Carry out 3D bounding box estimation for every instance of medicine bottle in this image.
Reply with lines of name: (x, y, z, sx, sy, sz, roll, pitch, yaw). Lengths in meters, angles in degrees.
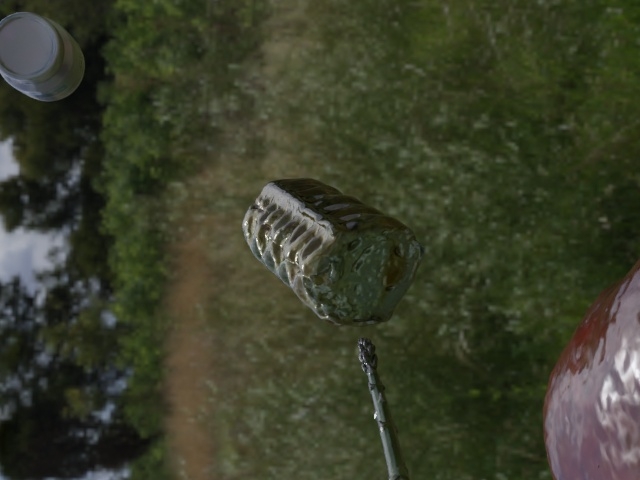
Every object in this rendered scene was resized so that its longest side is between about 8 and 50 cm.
medicine bottle: (-0.190, -0.123, 0.746, 0.089, 0.052, 0.052, -172, 85, -86)

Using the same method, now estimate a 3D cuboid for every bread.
bread: (-0.001, 0.001, 0.962, 0.098, 0.087, 0.269, -56, 21, 0)

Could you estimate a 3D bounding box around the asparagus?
asparagus: (0.065, 0.178, 1.171, 0.025, 0.024, 0.248, -60, 20, 23)

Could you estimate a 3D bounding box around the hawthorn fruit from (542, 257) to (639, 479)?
hawthorn fruit: (0.279, 0.121, 0.627, 0.295, 0.295, 0.311, 121, 140, -79)
